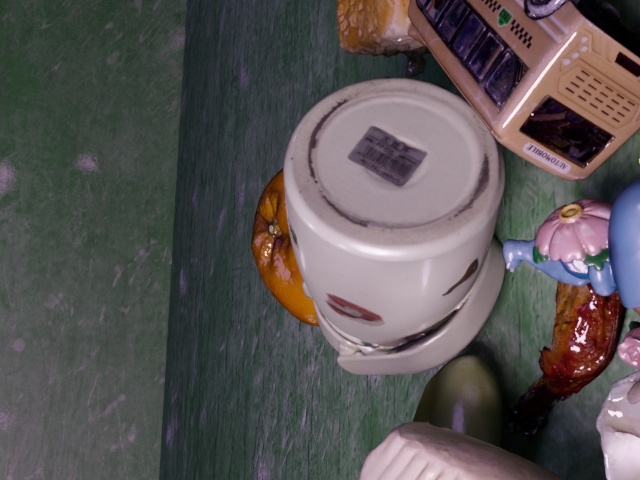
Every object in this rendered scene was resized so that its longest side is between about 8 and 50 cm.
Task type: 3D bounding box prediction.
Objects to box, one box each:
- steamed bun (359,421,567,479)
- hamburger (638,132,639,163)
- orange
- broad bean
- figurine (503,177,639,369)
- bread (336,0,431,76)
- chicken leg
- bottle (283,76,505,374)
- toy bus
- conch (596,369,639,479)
[{"bbox_3d":[0.174,0.310,0.698,0.383,0.236,0.247,38,110,59],"label":"steamed bun"},{"bbox_3d":[0.282,-0.046,0.638,0.126,0.141,0.081,-54,-20,-41],"label":"hamburger"},{"bbox_3d":[0.000,0.000,1.297,0.249,0.183,0.248,-172,90,-68],"label":"orange"},{"bbox_3d":[0.136,0.225,0.991,0.169,0.100,0.228,-87,15,-52],"label":"broad bean"},{"bbox_3d":[0.243,0.021,0.751,0.178,0.114,0.144,-7,99,42],"label":"figurine"},{"bbox_3d":[0.120,-0.313,1.095,0.195,0.176,0.246,-167,75,-71],"label":"bread"},{"bbox_3d":[0.226,0.086,0.871,0.106,0.051,0.253,-113,34,-63],"label":"chicken leg"},{"bbox_3d":[0.079,0.022,1.005,0.351,0.229,0.229,87,176,-56],"label":"bottle"},{"bbox_3d":[0.188,-0.189,0.881,0.157,0.139,0.289,-52,34,23],"label":"toy bus"},{"bbox_3d":[0.282,0.175,0.538,0.220,0.195,0.277,-48,67,38],"label":"conch"}]
